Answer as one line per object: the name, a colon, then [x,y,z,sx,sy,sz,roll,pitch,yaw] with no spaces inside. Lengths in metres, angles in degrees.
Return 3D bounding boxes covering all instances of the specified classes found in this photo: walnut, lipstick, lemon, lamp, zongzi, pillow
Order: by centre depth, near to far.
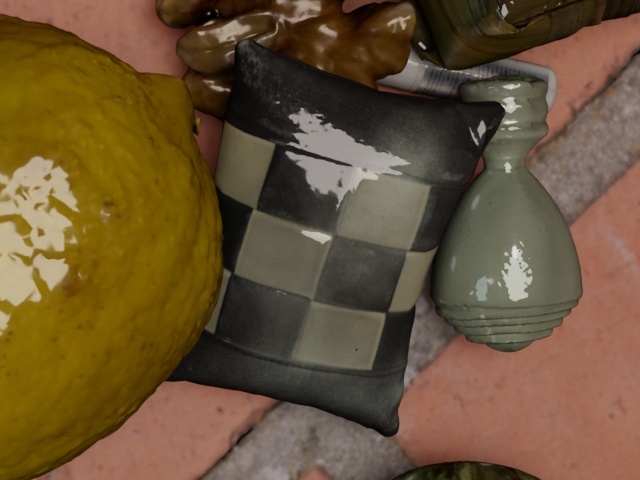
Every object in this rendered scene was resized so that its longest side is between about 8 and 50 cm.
lemon: [-0.206,0.010,1.143,0.322,0.268,0.268,-38,99,-11]
pillow: [0.000,0.000,1.255,0.186,0.106,0.249,15,108,-10]
walnut: [-0.021,-0.153,1.269,0.170,0.069,0.142,-12,106,8]
lamp: [0.128,-0.018,1.299,0.106,0.106,0.193,-3,97,-15]
zongzi: [0.164,-0.269,1.319,0.289,0.123,0.260,-20,86,-27]
lipstick: [0.097,-0.117,1.330,0.141,0.040,0.040,12,87,-15]

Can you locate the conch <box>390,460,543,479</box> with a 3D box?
conch: [0.108,0.237,1.294,0.181,0.124,0.187,-35,107,-9]
